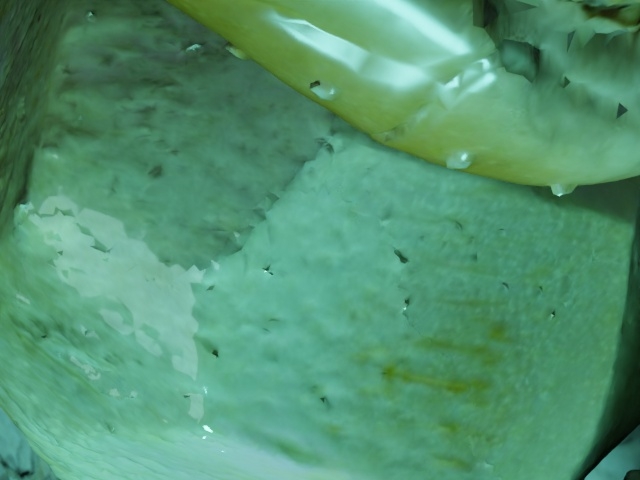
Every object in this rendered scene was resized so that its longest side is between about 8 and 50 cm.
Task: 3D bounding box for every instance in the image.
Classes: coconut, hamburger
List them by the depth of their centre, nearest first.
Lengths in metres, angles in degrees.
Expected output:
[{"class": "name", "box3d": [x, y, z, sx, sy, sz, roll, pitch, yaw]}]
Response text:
[{"class": "hamburger", "box3d": [0.018, -0.147, 0.450, 0.146, 0.243, 0.286, -51, 55, 48]}, {"class": "coconut", "box3d": [0.000, 0.000, 0.584, 0.237, 0.237, 0.197, -28, 46, 49]}]

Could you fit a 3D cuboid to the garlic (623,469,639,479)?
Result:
[{"class": "garlic", "box3d": [0.113, 0.112, 0.551, 0.159, 0.147, 0.102, -26, 74, 21]}]
